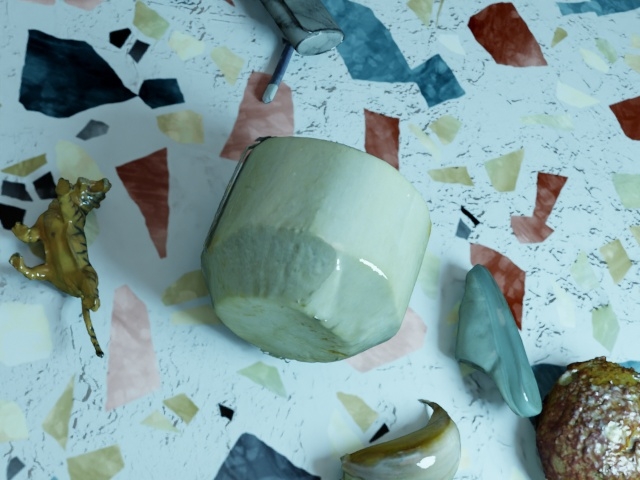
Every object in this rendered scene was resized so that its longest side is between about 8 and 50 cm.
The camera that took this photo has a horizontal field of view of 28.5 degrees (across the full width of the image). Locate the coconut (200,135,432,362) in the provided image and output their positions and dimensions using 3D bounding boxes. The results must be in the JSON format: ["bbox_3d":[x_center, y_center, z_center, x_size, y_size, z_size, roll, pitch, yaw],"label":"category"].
[{"bbox_3d":[0.000,0.000,1.700,0.323,0.323,0.322,10,62,-20],"label":"coconut"}]

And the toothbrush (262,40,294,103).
[{"bbox_3d":[-0.041,-0.324,1.996,0.026,0.024,0.288,35,55,-23],"label":"toothbrush"}]

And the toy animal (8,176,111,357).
[{"bbox_3d":[-0.326,0.040,1.657,0.116,0.114,0.255,23,51,-66],"label":"toy animal"}]

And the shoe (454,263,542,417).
[{"bbox_3d":[0.247,0.156,1.861,0.100,0.103,0.251,-24,56,12],"label":"shoe"}]

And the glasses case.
[{"bbox_3d":[-0.078,-0.422,1.978,0.114,0.060,0.299,-12,63,-54],"label":"glasses case"}]

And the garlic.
[{"bbox_3d":[0.133,0.309,1.727,0.207,0.128,0.115,-25,102,-39],"label":"garlic"}]

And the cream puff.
[{"bbox_3d":[0.428,0.285,1.838,0.240,0.164,0.240,12,56,-18],"label":"cream puff"}]
